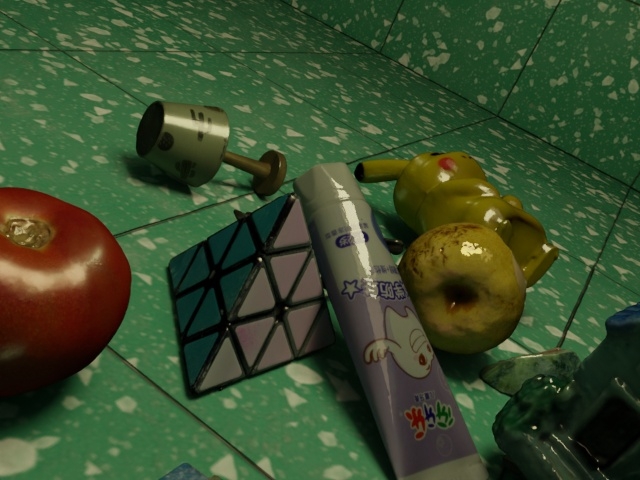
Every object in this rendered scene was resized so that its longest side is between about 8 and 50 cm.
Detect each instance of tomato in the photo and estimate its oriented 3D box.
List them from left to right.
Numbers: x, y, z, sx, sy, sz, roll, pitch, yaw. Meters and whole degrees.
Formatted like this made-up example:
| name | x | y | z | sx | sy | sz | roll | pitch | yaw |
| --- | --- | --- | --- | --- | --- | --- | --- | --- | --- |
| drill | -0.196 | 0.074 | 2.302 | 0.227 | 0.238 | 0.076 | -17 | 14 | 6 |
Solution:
| name | x | y | z | sx | sy | sz | roll | pitch | yaw |
| --- | --- | --- | --- | --- | --- | --- | --- | --- | --- |
| tomato | -0.253 | 0.040 | 0.539 | 0.195 | 0.136 | 0.195 | 23 | 24 | -11 |

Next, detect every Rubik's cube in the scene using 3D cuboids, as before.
| name | x | y | z | sx | sy | sz | roll | pitch | yaw |
| --- | --- | --- | --- | --- | --- | --- | --- | --- | --- |
| Rubik's cube | -0.038 | 0.032 | 0.706 | 0.190 | 0.178 | 0.211 | 13 | 29 | -31 |

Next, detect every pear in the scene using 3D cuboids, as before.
| name | x | y | z | sx | sy | sz | roll | pitch | yaw |
| --- | --- | --- | --- | --- | --- | --- | --- | --- | --- |
| pear | 0.177 | 0.057 | 0.856 | 0.178 | 0.178 | 0.178 | 20 | 26 | -10 |

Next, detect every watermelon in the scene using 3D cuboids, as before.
| name | x | y | z | sx | sy | sz | roll | pitch | yaw |
| --- | --- | --- | --- | --- | --- | --- | --- | --- | --- |
| watermelon | 0.289 | 0.173 | 0.873 | 0.180 | 0.081 | 0.094 | 16 | 1 | -29 |

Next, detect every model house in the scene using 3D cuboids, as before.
| name | x | y | z | sx | sy | sz | roll | pitch | yaw |
| --- | --- | --- | --- | --- | --- | --- | --- | --- | --- |
| model house | 0.396 | 0.160 | 0.612 | 0.252 | 0.329 | 0.295 | -2 | 45 | -42 |

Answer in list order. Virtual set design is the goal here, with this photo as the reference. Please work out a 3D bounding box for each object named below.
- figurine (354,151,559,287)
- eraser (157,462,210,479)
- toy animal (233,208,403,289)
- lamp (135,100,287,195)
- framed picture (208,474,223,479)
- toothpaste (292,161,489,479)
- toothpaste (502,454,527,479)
| name | x | y | z | sx | sy | sz | roll | pitch | yaw |
| --- | --- | --- | --- | --- | --- | --- | --- | --- | --- |
| figurine | 0.218 | -0.035 | 1.074 | 0.218 | 0.169 | 0.326 | 26 | 23 | -37 |
| eraser | -0.014 | 0.267 | 0.384 | 0.312 | 0.042 | 0.144 | 34 | 27 | 18 |
| toy animal | 0.000 | 0.000 | 0.896 | 0.233 | 0.084 | 0.148 | 12 | 16 | -18 |
| lamp | -0.151 | -0.129 | 0.979 | 0.215 | 0.121 | 0.121 | 17 | 25 | -37 |
| framed picture | -0.027 | 0.291 | 0.397 | 0.293 | 0.018 | 0.231 | 34 | 27 | 19 |
| toothpaste | 0.062 | 0.087 | 0.725 | 0.125 | 0.080 | 0.371 | 2 | 59 | -41 |
| toothpaste | 0.309 | 0.232 | 0.775 | 0.268 | 0.047 | 0.069 | -7 | 61 | -44 |
